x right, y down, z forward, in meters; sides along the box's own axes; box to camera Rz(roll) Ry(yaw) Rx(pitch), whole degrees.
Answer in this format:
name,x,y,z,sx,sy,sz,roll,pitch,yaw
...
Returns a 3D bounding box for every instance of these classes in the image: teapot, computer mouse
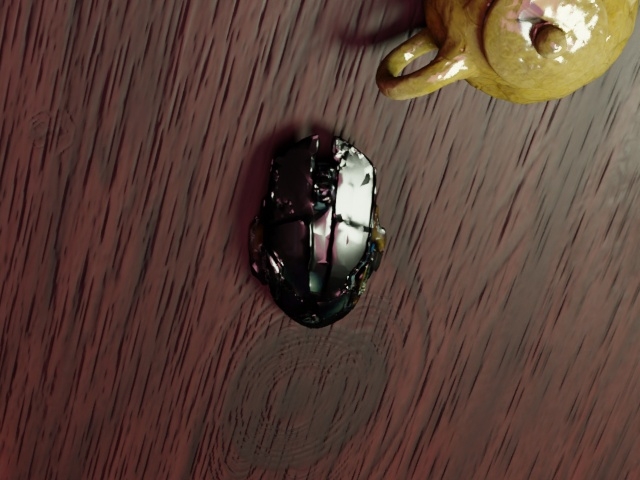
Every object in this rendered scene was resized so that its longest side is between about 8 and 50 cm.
name,x,y,z,sx,sy,sz,roll,pitch,yaw
teapot,0.193,-0.210,1.551,0.311,0.167,0.203,-24,120,10
computer mouse,0.000,0.000,1.713,0.146,0.077,0.242,-1,120,-6
